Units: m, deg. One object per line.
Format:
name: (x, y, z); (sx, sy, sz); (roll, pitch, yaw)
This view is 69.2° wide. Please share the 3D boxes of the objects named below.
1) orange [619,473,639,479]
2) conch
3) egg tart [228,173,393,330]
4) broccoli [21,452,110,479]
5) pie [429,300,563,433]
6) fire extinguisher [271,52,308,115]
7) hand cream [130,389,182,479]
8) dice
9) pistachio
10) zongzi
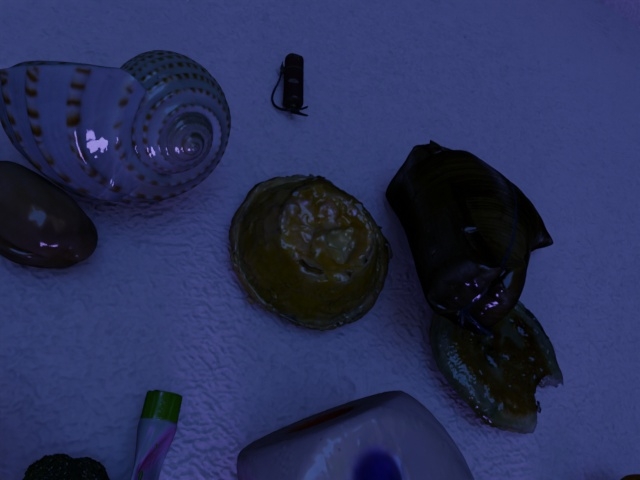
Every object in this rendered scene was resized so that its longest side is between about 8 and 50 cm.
orange: (0.558, 0.521, 0.770); (0.248, 0.183, 0.249); (25, 49, -32)
conch: (-0.304, -0.161, 0.690); (0.302, 0.319, 0.215); (-14, 103, -47)
egg tart: (0.000, 0.000, 0.808); (0.314, 0.120, 0.315); (10, 63, -20)
broccoli: (-0.297, 0.323, 0.513); (0.137, 0.146, 0.162); (-17, 54, 10)
pie: (0.335, 0.210, 0.886); (0.302, 0.067, 0.303); (11, 60, -20)
fire extinguisher: (-0.065, -0.324, 0.984); (0.078, 0.045, 0.157); (-3, 65, 5)
hand cream: (-0.223, 0.332, 0.573); (0.079, 0.050, 0.275); (41, 45, -47)
dice: (0.042, 0.347, 0.579); (0.243, 0.259, 0.251); (-13, 73, -26)
pistachio: (-0.401, -0.033, 0.647); (0.185, 0.124, 0.124); (47, 57, 8)
zongzi: (0.350, 0.031, 0.857); (0.432, 0.208, 0.403); (24, 33, -18)
